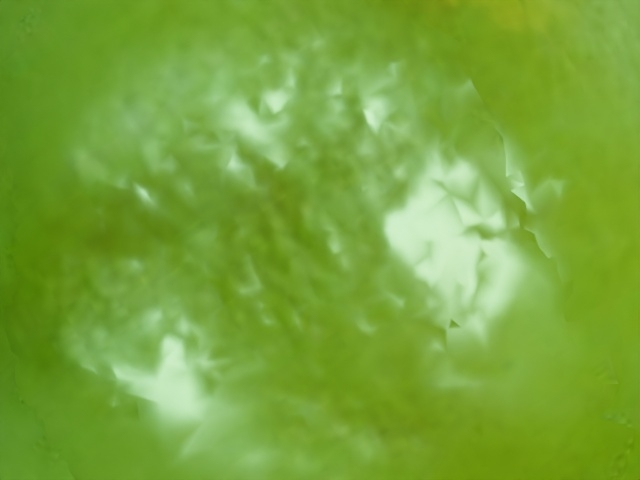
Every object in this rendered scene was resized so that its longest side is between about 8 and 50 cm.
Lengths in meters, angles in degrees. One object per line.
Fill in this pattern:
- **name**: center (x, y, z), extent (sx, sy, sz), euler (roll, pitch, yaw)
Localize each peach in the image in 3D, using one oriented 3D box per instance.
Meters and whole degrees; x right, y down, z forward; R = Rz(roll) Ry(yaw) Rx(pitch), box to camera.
- **peach**: center (0.002, -0.008, 0.620), extent (0.315, 0.314, 0.281), euler (53, 3, 1)
